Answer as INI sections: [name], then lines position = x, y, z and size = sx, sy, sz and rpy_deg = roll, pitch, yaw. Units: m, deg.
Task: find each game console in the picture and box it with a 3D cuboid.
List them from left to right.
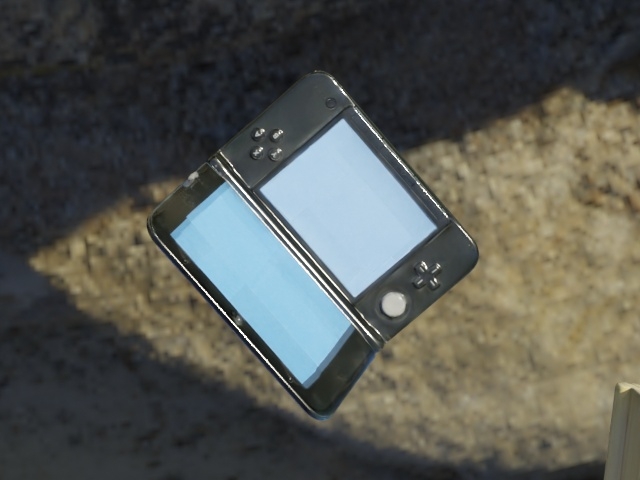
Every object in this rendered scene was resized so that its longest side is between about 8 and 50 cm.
[game console]
position = 0.000, 0.000, 1.890
size = 0.250, 0.293, 0.173
rpy_deg = -41, -173, 6

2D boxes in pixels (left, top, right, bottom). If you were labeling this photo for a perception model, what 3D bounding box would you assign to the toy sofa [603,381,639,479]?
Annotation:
[toy sofa]
position = 0.454, 0.225, 1.652
size = 0.363, 0.150, 0.177
rpy_deg = 6, -174, -3
